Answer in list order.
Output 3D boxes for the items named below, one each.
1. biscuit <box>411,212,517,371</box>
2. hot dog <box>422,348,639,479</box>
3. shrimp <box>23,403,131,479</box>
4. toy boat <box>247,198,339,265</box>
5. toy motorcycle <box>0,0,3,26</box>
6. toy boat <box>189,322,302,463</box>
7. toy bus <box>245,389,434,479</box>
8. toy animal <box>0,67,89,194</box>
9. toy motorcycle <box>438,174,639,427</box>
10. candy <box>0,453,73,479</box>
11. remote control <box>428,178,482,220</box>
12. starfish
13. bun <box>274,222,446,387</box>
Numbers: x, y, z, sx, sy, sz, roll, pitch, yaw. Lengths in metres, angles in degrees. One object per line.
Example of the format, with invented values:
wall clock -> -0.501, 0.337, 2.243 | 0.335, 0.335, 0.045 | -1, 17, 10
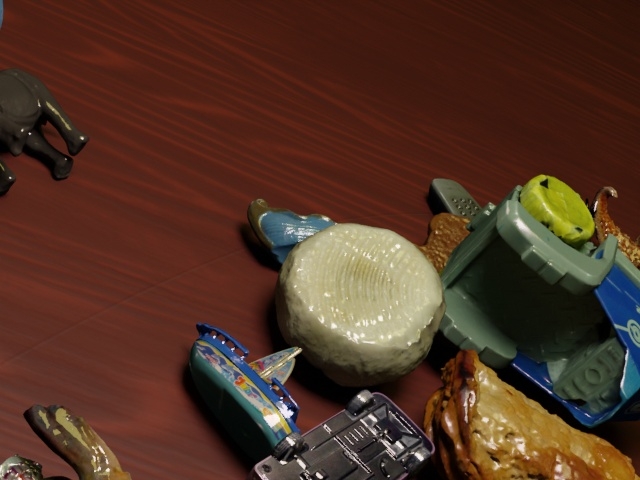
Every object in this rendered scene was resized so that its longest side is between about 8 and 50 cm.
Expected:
biscuit -> 0.213, 0.070, 1.484 | 0.290, 0.041, 0.208 | 15, 51, -13
hot dog -> 0.216, 0.236, 1.230 | 0.259, 0.114, 0.175 | 36, 27, -10
shrimp -> -0.277, 0.175, 0.918 | 0.296, 0.058, 0.169 | 37, 60, 8
toy boat -> 0.000, 0.000, 1.399 | 0.186, 0.075, 0.077 | 13, 40, -20
toy motorcycle -> -0.476, -0.338, 1.412 | 0.232, 0.172, 0.416 | 28, 23, -16
toy boat -> -0.061, 0.135, 1.156 | 0.110, 0.091, 0.175 | -28, 57, -33
toy bus -> 0.014, 0.224, 1.082 | 0.096, 0.108, 0.199 | 43, 36, 19
toy animal -> -0.363, -0.123, 1.258 | 0.146, 0.114, 0.245 | 47, 14, 12
toy motorcycle -> 0.288, 0.101, 1.334 | 0.326, 0.191, 0.200 | 40, 33, -2
candy -> -0.192, 0.233, 0.965 | 0.175, 0.043, 0.045 | 32, 35, -7
remote control -> 0.214, -0.003, 1.609 | 0.072, 0.042, 0.222 | 1, 44, -36
starfish -> 0.513, 0.035, 1.744 | 0.303, 0.113, 0.312 | 32, 35, 1
bun -> 0.040, 0.078, 1.283 | 0.196, 0.118, 0.195 | 9, 45, -9
